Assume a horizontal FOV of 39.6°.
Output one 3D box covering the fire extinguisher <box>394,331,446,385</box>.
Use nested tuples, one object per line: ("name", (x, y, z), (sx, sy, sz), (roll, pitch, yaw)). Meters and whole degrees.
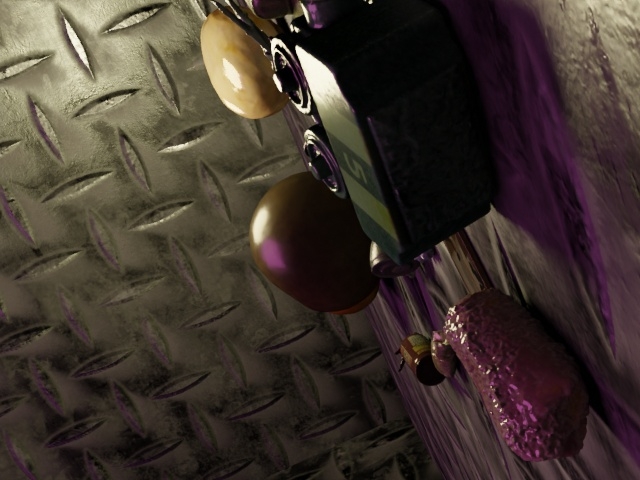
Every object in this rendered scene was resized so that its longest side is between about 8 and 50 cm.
("fire extinguisher", (0.213, 0.269, 2.048), (0.075, 0.106, 0.252), (47, -178, -13))

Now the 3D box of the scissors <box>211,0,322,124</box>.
("scissors", (-0.078, -0.340, 1.645), (0.383, 0.029, 0.256), (39, -154, -43))

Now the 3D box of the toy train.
("toy train", (0.069, -0.133, 0.948), (0.238, 0.167, 0.299), (47, 165, 50))

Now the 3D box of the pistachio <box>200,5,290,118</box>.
("pistachio", (-0.176, -0.446, 2.215), (0.309, 0.230, 0.230), (57, 174, 21))

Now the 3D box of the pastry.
("pastry", (0.209, 0.129, 0.987), (0.265, 0.103, 0.112), (-124, 17, -65))

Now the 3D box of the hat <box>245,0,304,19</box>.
("hat", (-0.090, -0.462, 1.610), (0.252, 0.110, 0.252), (156, 90, -87))

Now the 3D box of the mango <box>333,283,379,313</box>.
("mango", (0.040, 0.056, 2.421), (0.446, 0.232, 0.300), (170, 81, -80))

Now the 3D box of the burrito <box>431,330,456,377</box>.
("burrito", (0.242, 0.226, 1.755), (0.188, 0.045, 0.058), (67, -175, -59))

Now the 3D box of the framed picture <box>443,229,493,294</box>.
("framed picture", (0.207, 0.044, 1.223), (0.136, 0.010, 0.201), (76, 170, -72))

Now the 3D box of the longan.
("longan", (0.000, 0.000, 1.950), (0.319, 0.319, 0.319), (156, 90, -87))

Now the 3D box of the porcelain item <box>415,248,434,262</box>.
("porcelain item", (0.172, 0.019, 1.490), (0.083, 0.028, 0.036), (86, 162, -79))

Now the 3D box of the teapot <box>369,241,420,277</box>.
("teapot", (0.134, 0.020, 1.664), (0.124, 0.092, 0.091), (87, 176, -65))
